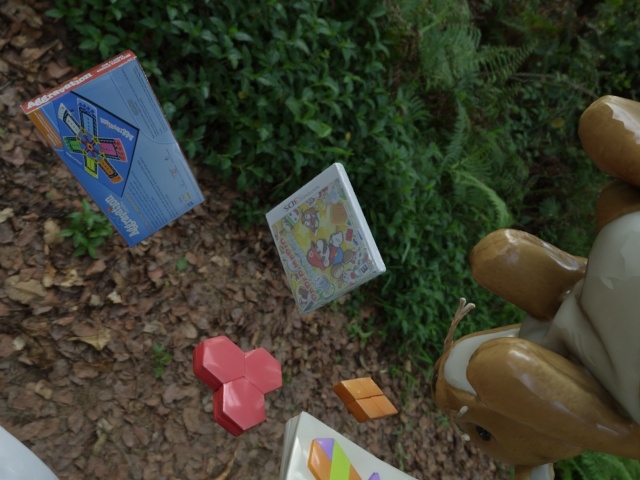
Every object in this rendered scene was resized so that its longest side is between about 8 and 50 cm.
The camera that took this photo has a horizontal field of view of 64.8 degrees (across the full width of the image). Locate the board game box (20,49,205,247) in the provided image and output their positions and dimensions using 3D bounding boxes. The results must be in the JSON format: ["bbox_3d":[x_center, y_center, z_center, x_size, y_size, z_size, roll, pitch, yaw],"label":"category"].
[{"bbox_3d":[-0.270,-0.112,0.713,0.145,0.027,0.281,-36,149,-16],"label":"board game box"}]

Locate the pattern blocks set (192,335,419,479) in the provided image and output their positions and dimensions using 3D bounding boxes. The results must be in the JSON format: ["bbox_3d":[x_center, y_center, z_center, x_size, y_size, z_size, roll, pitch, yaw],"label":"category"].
[{"bbox_3d":[0.034,0.229,0.401,0.325,0.026,0.285,29,36,-29],"label":"pattern blocks set"}]

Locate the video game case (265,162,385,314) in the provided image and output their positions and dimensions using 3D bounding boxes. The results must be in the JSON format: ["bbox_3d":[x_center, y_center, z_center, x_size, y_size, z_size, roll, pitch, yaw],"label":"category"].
[{"bbox_3d":[0.000,0.000,0.965,0.026,0.206,0.226,2,61,-51],"label":"video game case"}]

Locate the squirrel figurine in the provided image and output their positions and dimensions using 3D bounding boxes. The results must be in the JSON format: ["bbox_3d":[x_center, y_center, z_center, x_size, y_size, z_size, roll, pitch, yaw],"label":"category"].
[{"bbox_3d":[0.308,0.123,0.473,0.398,0.370,0.280,10,49,-12],"label":"squirrel figurine"}]

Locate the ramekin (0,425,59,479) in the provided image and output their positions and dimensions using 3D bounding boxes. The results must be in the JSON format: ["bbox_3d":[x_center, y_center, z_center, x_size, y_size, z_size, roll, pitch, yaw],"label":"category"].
[{"bbox_3d":[-0.271,0.145,0.274,0.272,0.273,0.127,56,43,-26],"label":"ramekin"}]
